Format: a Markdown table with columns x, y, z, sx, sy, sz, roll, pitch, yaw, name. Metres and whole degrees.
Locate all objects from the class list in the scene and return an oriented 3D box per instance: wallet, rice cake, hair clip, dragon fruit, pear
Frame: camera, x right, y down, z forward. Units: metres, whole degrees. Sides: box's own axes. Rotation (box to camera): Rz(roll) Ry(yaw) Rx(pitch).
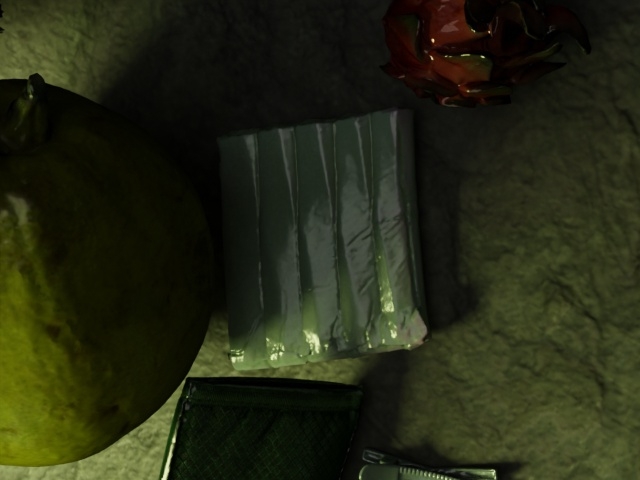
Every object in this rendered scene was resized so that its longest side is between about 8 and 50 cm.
| x | y | z | sx | sy | sz | roll | pitch | yaw | name |
| --- | --- | --- | --- | --- | --- | --- | --- | --- | --- |
| -0.064 | 0.218 | 1.041 | 0.055 | 0.160 | 0.236 | 32 | 112 | 55 | wallet |
| 0.000 | 0.000 | 1.037 | 0.189 | 0.037 | 0.198 | -8 | 96 | 21 | rice cake |
| 0.085 | 0.193 | 1.037 | 0.115 | 0.039 | 0.030 | 4 | 105 | 17 | hair clip |
| 0.110 | -0.149 | 0.927 | 0.142 | 0.130 | 0.121 | -18 | 131 | 28 | dragon fruit |
| -0.218 | 0.012 | 0.969 | 0.287 | 0.287 | 0.375 | 32 | 142 | 12 | pear |

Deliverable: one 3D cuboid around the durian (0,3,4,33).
| x | y | z | sx | sy | sz | roll | pitch | yaw | name |
| --- | --- | --- | --- | --- | --- | --- | --- | --- | --- |
| -0.419 | -0.245 | 0.983 | 0.384 | 0.347 | 0.347 | 32 | 107 | 9 | durian |
